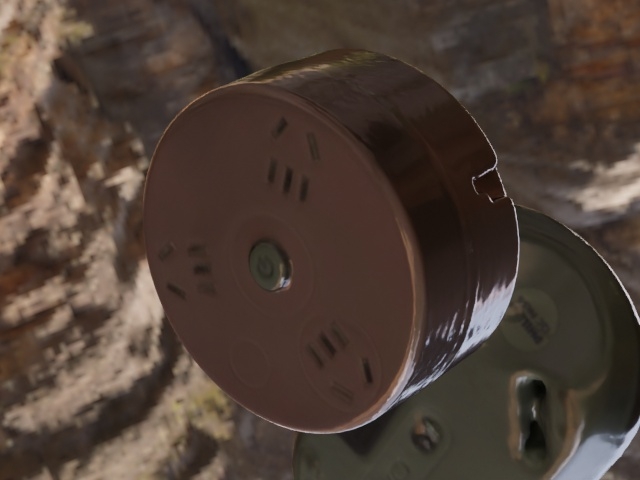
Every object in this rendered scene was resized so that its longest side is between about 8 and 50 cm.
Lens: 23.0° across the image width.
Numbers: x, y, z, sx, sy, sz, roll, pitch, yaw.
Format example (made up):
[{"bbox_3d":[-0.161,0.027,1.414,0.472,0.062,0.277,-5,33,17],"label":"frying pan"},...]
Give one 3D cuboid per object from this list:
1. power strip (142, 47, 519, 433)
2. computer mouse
[{"bbox_3d":[0.000,0.000,0.661,0.154,0.154,0.078,4,-159,38],"label":"power strip"},{"bbox_3d":[0.094,0.110,1.047,0.095,0.331,0.197,-24,-113,-43],"label":"computer mouse"}]
